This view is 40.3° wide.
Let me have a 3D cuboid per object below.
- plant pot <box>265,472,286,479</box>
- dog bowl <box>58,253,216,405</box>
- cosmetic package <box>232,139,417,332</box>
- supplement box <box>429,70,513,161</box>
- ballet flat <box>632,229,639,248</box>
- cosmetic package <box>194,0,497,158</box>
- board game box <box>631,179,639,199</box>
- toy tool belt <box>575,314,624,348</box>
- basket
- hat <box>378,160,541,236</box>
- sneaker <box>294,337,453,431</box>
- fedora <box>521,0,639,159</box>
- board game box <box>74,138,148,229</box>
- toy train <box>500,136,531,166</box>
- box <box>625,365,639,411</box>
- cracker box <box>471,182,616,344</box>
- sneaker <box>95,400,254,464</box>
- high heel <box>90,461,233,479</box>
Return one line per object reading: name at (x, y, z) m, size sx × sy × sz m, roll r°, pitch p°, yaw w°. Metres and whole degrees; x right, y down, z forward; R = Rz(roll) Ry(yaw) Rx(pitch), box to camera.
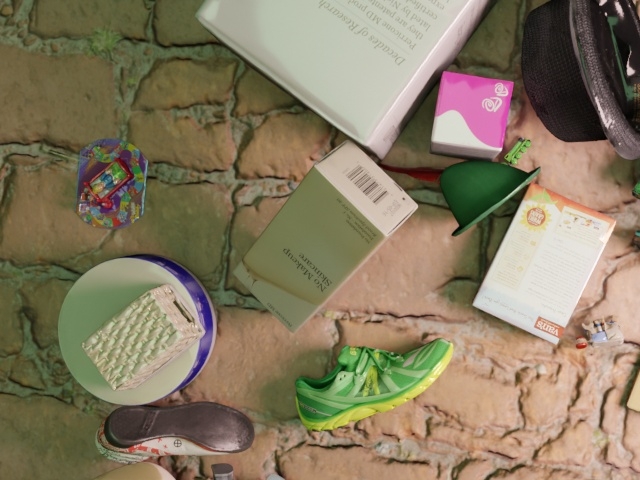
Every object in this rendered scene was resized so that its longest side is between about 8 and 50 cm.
plant pot at (-0.080, 0.604, 1.470) m, size 0.248 × 0.247 × 0.252 m, roll 34°, pitch 112°, yaw 6°
dog bowl at (-0.325, 0.157, 1.557) m, size 0.265 × 0.104 × 0.265 m, roll 0°, pitch 91°, yaw 7°
cosmetic package at (0.000, 0.000, 1.426) m, size 0.160 × 0.113 × 0.309 m, roll 44°, pitch 133°, yaw 5°
supplement box at (0.240, -0.195, 1.419) m, size 0.114 × 0.220 × 0.111 m, roll 10°, pitch 92°, yaw 8°
ballet flat at (0.657, 0.031, 1.433) m, size 0.280 × 0.095 × 0.096 m, roll 0°, pitch 103°, yaw 8°
cosmetic package at (0.073, -0.386, 1.385) m, size 0.327 × 0.329 × 0.393 m, roll 37°, pitch 96°, yaw 5°
board game box at (0.637, -0.063, 1.359) m, size 0.260 × 0.030 × 0.136 m, roll 36°, pitch 93°, yaw 28°
toy tool belt at (0.471, 0.154, 1.483) m, size 0.083 × 0.052 × 0.051 m, roll -8°, pitch 58°, yaw 5°
basket at (-0.296, 0.163, 1.448) m, size 0.167 × 0.103 × 0.113 m, roll -38°, pitch 85°, yaw 7°
hat at (0.226, -0.124, 1.444) m, size 0.208 × 0.173 × 0.183 m, roll -38°, pitch 88°, yaw 9°
sneaker at (0.088, 0.230, 1.500) m, size 0.295 × 0.109 × 0.123 m, roll -24°, pitch 91°, yaw 8°
fedora at (0.418, -0.280, 1.404) m, size 0.152 × 0.334 × 0.334 m, roll -14°, pitch 88°, yaw 38°
board game box at (-0.389, -0.104, 1.599) m, size 0.133 × 0.033 × 0.168 m, roll 6°, pitch 92°, yaw 8°
toy train at (0.332, -0.144, 1.510) m, size 0.024 × 0.017 × 0.083 m, roll 39°, pitch 95°, yaw 16°
box at (0.629, 0.215, 1.472) m, size 0.164 × 0.021 × 0.201 m, roll 20°, pitch 93°, yaw 7°
cracker box at (0.375, 0.038, 1.481) m, size 0.156 × 0.067 × 0.232 m, roll 26°, pitch 93°, yaw 7°
sneaker at (-0.265, 0.347, 1.562) m, size 0.270 × 0.145 × 0.090 m, roll 7°, pitch 64°, yaw -26°
high heel at (-0.280, 0.487, 1.531) m, size 0.261 × 0.093 × 0.186 m, roll 0°, pitch 108°, yaw -9°
